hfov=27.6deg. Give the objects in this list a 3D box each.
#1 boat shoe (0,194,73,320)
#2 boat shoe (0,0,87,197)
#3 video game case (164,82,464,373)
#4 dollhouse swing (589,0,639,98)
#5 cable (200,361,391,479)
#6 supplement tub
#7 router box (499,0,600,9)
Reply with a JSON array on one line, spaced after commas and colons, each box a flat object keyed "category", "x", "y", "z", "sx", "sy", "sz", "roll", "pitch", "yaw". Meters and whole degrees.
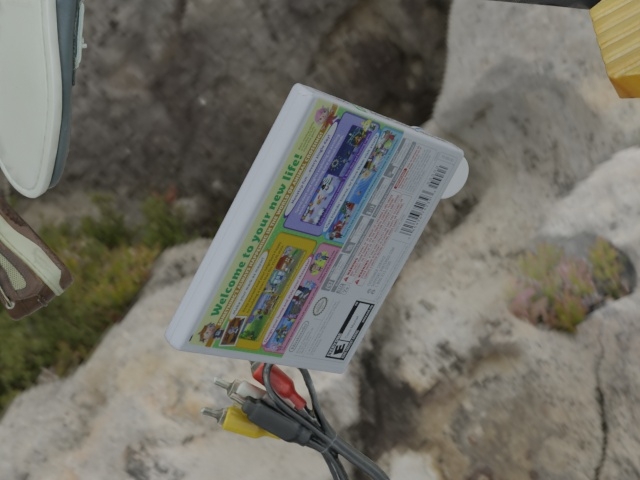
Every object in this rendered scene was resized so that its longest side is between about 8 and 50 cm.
[{"category": "boat shoe", "x": -0.381, "y": -0.023, "z": 1.382, "sx": 0.095, "sy": 0.095, "sz": 0.257, "roll": -42, "pitch": 93, "yaw": -9}, {"category": "boat shoe", "x": -0.252, "y": -0.195, "z": 1.232, "sx": 0.116, "sy": 0.099, "sz": 0.320, "roll": 22, "pitch": 119, "yaw": 36}, {"category": "video game case", "x": 0.000, "y": 0.000, "z": 0.991, "sx": 0.023, "sy": 0.193, "sz": 0.212, "roll": 39, "pitch": 106, "yaw": 39}, {"category": "dollhouse swing", "x": 0.372, "y": -0.346, "z": 1.176, "sx": 0.304, "sy": 0.315, "sz": 0.347, "roll": -13, "pitch": 29, "yaw": 13}, {"category": "cable", "x": -0.008, "y": 0.245, "z": 1.710, "sx": 0.287, "sy": 0.072, "sz": 0.139, "roll": 33, "pitch": 97, "yaw": -8}, {"category": "supplement tub", "x": 0.149, "y": -0.110, "z": 1.821, "sx": 0.071, "sy": 0.071, "sz": 0.107, "roll": -46, "pitch": 42, "yaw": -3}, {"category": "router box", "x": 0.163, "y": -0.270, "z": 1.114, "sx": 0.046, "sy": 0.178, "sz": 0.133, "roll": -38, "pitch": 63, "yaw": 49}]
